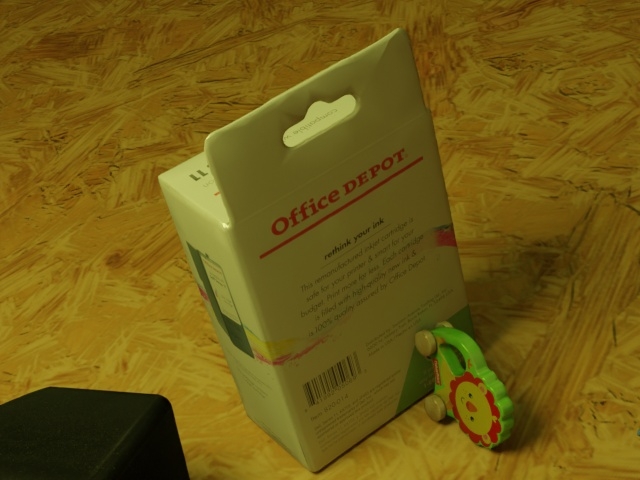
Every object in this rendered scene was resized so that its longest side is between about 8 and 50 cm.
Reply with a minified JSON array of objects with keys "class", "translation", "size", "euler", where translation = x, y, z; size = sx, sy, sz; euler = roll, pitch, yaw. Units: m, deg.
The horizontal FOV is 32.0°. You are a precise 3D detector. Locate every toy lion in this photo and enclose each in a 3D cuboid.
[{"class":"toy lion","translation":[0.127,0.126,0.959],"size":[0.034,0.100,0.096],"euler":[-19,17,-30]}]

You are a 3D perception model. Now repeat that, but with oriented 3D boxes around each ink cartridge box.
[{"class":"ink cartridge box","translation":[0.000,0.000,0.954],"size":[0.207,0.354,0.119],"euler":[-31,38,-21]}]

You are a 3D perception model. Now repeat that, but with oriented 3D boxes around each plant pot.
[{"class":"plant pot","translation":[-0.199,0.219,0.900],"size":[0.187,0.188,0.167],"euler":[1,26,22]}]

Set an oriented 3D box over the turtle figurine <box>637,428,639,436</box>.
[{"class":"turtle figurine","translation":[0.347,0.158,0.739],"size":[0.274,0.198,0.266],"euler":[-7,29,16]}]
